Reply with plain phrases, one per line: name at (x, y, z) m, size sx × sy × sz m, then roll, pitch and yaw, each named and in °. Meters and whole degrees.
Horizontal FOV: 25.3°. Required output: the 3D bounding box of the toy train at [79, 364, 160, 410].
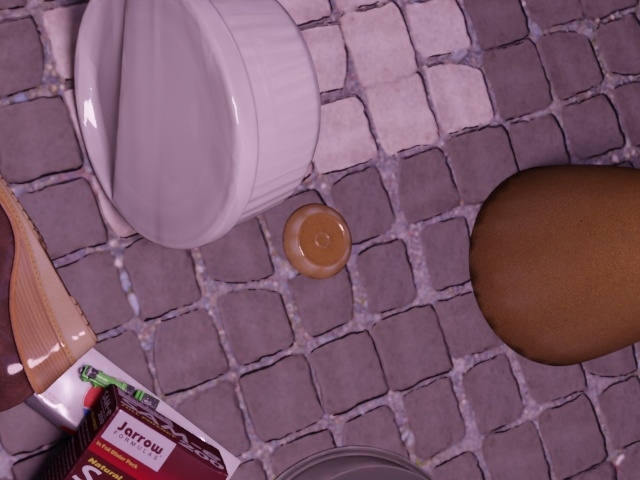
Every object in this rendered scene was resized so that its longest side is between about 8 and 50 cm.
toy train at (-0.189, 0.140, 1.347) m, size 0.083 × 0.024 × 0.017 m, roll 30°, pitch 71°, yaw -20°

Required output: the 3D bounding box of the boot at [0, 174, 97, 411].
boot at (-0.347, 0.054, 1.322) m, size 0.207 × 0.090 × 0.248 m, roll -30°, pitch 71°, yaw -8°

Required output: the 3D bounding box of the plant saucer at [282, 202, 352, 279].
plant saucer at (0.000, 0.000, 1.539) m, size 0.083 × 0.015 × 0.083 m, roll 4°, pitch 81°, yaw -26°

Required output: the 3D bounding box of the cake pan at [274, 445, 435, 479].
cake pan at (0.048, 0.363, 1.492) m, size 0.293 × 0.054 × 0.293 m, roll 3°, pitch 82°, yaw -25°

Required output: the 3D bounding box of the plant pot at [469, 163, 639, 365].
plant pot at (0.329, 0.012, 1.565) m, size 0.237 × 0.254 × 0.237 m, roll 4°, pitch 80°, yaw -25°

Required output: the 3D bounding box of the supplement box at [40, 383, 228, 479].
supplement box at (-0.208, 0.269, 1.323) m, size 0.130 × 0.073 × 0.239 m, roll 34°, pitch 93°, yaw -18°

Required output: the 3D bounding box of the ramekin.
ramekin at (-0.115, -0.135, 1.374) m, size 0.127 × 0.273 × 0.273 m, roll -17°, pitch 91°, yaw -39°

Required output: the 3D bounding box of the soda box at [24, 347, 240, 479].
soda box at (-0.188, 0.183, 1.394) m, size 0.216 × 0.069 × 0.074 m, roll 40°, pitch 68°, yaw -15°
